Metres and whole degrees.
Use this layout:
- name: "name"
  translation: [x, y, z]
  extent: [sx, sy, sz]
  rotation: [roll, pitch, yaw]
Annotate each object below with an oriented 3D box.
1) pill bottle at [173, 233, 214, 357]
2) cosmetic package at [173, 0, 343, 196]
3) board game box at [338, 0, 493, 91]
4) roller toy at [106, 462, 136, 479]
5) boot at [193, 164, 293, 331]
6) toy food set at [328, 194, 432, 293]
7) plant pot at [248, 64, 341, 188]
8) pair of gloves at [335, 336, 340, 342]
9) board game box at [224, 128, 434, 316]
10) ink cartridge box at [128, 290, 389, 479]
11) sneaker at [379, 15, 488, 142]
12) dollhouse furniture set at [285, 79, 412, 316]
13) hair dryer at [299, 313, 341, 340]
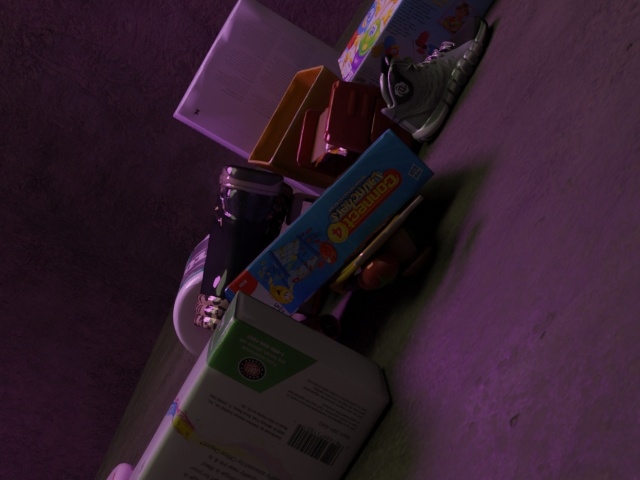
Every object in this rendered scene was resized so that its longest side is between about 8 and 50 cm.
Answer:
- name: "pill bottle"
  translation: [-0.185, 0.098, 2.091]
  extent: [0.204, 0.204, 0.361]
  rotation: [-58, 10, 13]
- name: "cosmetic package"
  translation: [-0.074, -0.289, 2.119]
  extent: [0.284, 0.377, 0.097]
  rotation: [-61, 12, -7]
- name: "board game box"
  translation: [0.167, -0.377, 1.791]
  extent: [0.275, 0.144, 0.142]
  rotation: [-56, 21, 24]
- name: "roller toy"
  translation: [-0.389, 0.546, 2.010]
  extent: [0.191, 0.146, 0.209]
  rotation: [-51, 13, 43]
- name: "boot"
  translation: [-0.136, 0.023, 1.803]
  extent: [0.377, 0.138, 0.284]
  rotation: [150, 130, -85]
- name: "toy food set"
  translation: [0.086, 0.029, 1.295]
  extent: [0.128, 0.071, 0.218]
  rotation: [-46, 0, -14]
- name: "plant pot"
  translation: [0.006, -0.200, 1.988]
  extent: [0.212, 0.187, 0.212]
  rotation: [-62, 16, -2]
- name: "pair of gloves"
  translation: [-0.028, 0.209, 1.522]
  extent: [0.159, 0.023, 0.198]
  rotation: [-64, 10, -15]
- name: "board game box"
  translation: [0.000, 0.000, 1.437]
  extent: [0.302, 0.086, 0.308]
  rotation: [-44, 0, -6]
- name: "ink cartridge box"
  translation: [-0.079, 0.233, 1.182]
  extent: [0.278, 0.201, 0.117]
  rotation: [-59, 9, 11]
- name: "sneaker"
  translation: [0.168, -0.281, 1.600]
  extent: [0.228, 0.132, 0.086]
  rotation: [-63, 10, -11]
- name: "dollhouse furniture set"
  translation: [0.040, -0.058, 1.697]
  extent: [0.201, 0.152, 0.374]
  rotation: [157, 124, -73]
- name: "hair dryer"
  translation: [-0.048, 0.225, 1.426]
  extent: [0.293, 0.080, 0.223]
  rotation: [-65, 31, 15]
